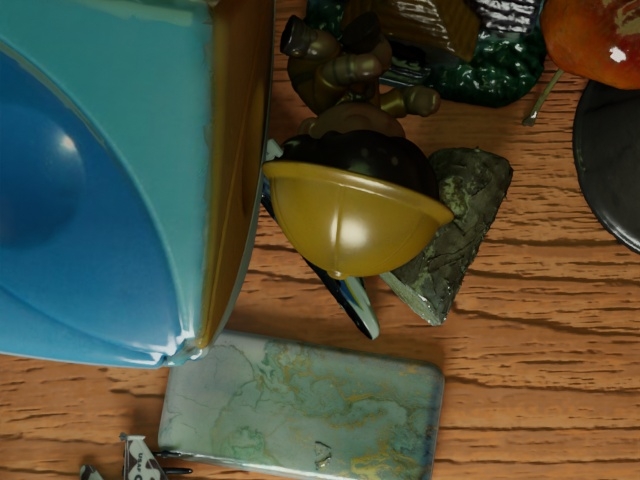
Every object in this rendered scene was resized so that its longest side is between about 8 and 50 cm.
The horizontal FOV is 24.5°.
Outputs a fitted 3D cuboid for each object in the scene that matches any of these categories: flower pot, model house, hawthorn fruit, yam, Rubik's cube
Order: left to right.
[{"bbox_3d":[-0.233,-0.104,1.370,0.352,0.347,0.352,4,108,5],"label":"Rubik's cube"},{"bbox_3d":[0.119,-0.288,1.501,0.281,0.249,0.230,11,82,2],"label":"model house"},{"bbox_3d":[0.123,-0.013,1.533,0.107,0.107,0.183,29,79,4],"label":"yam"},{"bbox_3d":[0.277,-0.202,1.483,0.165,0.285,0.165,4,72,-12],"label":"hawthorn fruit"},{"bbox_3d":[0.403,-0.109,1.519,0.269,0.166,0.269,0,83,0],"label":"flower pot"}]

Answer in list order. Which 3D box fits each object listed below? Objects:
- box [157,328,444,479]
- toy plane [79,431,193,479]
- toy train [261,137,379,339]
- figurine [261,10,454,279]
[{"bbox_3d":[-0.019,0.177,1.532,0.285,0.044,0.142,9,77,1],"label":"box"},{"bbox_3d":[-0.160,0.275,1.491,0.234,0.082,0.160,-1,78,14],"label":"toy plane"},{"bbox_3d":[0.000,0.000,1.555,0.051,0.052,0.234,-37,83,-10],"label":"toy train"},{"bbox_3d":[0.031,-0.086,1.441,0.192,0.167,0.256,12,55,-27],"label":"figurine"}]
